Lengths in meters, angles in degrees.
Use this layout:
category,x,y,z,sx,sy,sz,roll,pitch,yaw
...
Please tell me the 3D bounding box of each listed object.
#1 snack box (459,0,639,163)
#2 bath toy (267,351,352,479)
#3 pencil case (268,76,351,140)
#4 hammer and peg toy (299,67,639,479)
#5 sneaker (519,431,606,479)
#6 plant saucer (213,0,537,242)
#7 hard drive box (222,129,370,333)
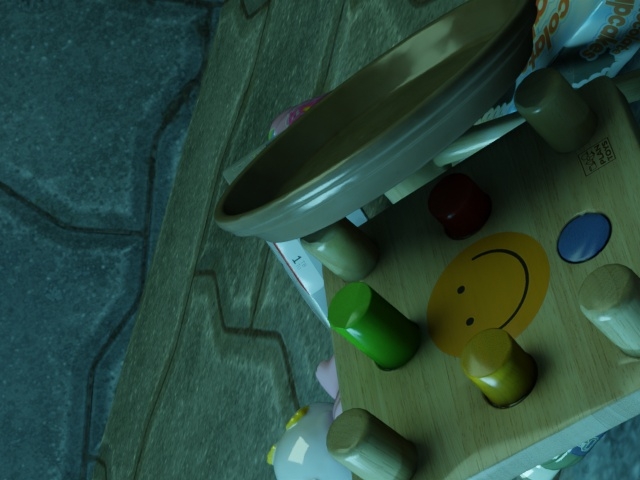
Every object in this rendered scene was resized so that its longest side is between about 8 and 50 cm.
category,x,y,z,sx,sy,sz,roll,pitch,yaw
snack box,0.205,-0.205,1.091,0.322,0.060,0.187,125,154,-50
bath toy,0.064,0.119,1.184,0.151,0.129,0.348,-22,-35,-52
pencil case,0.029,-0.113,1.508,0.284,0.124,0.124,168,116,-72
hammer and peg toy,0.114,-0.004,0.919,0.266,0.127,0.361,-32,40,23
sneaker,0.173,0.072,0.963,0.086,0.064,0.192,-44,34,47
plant saucer,0.044,-0.087,0.966,0.278,0.041,0.278,-36,14,10
hard drive box,0.000,0.000,1.366,0.089,0.181,0.232,-34,18,-4
